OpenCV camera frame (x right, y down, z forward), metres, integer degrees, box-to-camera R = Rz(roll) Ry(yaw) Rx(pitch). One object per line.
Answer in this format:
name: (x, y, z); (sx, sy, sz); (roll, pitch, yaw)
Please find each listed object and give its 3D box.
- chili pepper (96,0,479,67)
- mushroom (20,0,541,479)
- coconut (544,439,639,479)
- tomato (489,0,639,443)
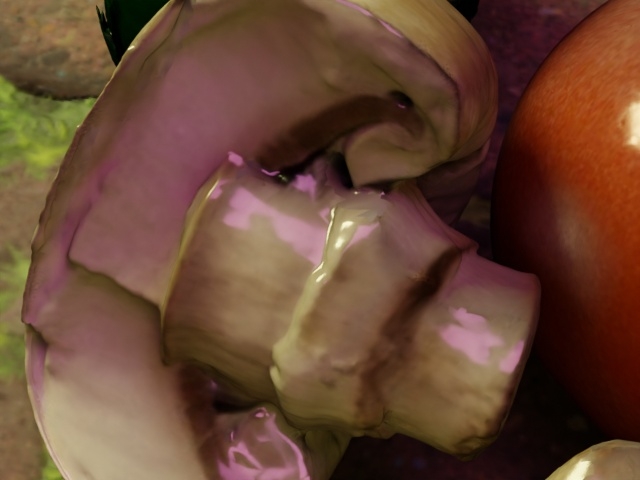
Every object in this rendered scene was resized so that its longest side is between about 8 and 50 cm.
chili pepper: (-0.010, -0.181, 0.858); (0.248, 0.257, 0.233); (15, 49, -2)
mushroom: (0.000, 0.000, 0.753); (0.195, 0.254, 0.189); (23, 24, 5)
coconut: (0.087, 0.216, 0.549); (0.329, 0.329, 0.329); (5, 55, -7)
tomato: (0.201, -0.010, 0.784); (0.256, 0.224, 0.256); (-11, 32, 7)
